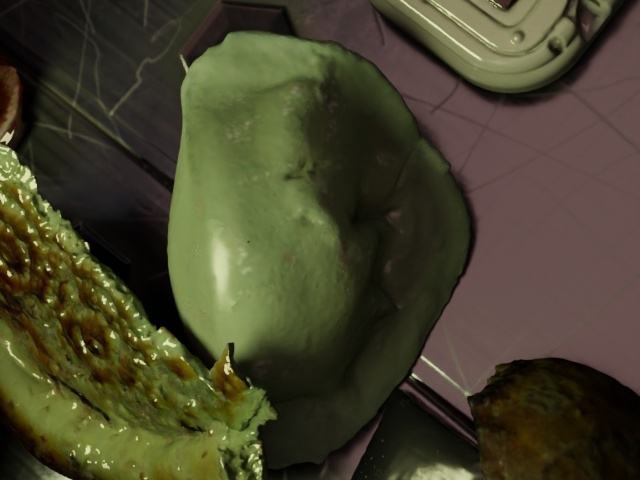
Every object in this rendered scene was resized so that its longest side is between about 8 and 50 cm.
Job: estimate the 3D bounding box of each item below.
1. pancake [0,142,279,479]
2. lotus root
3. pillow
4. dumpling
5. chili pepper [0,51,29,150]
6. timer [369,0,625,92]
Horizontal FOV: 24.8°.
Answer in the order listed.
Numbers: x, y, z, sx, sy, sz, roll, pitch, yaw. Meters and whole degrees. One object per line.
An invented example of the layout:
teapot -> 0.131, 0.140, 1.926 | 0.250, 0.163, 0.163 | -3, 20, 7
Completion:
pancake -> -0.207, 0.110, 1.258 | 0.427, 0.305, 0.067 | 40, 49, 20
lotus root -> 0.247, 0.236, 1.187 | 0.142, 0.210, 0.314 | -25, 93, 20
pillow -> 0.067, 0.250, 1.262 | 0.141, 0.055, 0.208 | 33, 102, 40
dumpling -> -0.029, -0.005, 1.257 | 0.211, 0.321, 0.270 | 29, 48, 31
chili pepper -> -0.465, -0.153, 1.379 | 0.305, 0.229, 0.251 | 38, 96, 24
timer -> 0.170, -0.279, 1.295 | 0.237, 0.087, 0.262 | 39, 94, 13
